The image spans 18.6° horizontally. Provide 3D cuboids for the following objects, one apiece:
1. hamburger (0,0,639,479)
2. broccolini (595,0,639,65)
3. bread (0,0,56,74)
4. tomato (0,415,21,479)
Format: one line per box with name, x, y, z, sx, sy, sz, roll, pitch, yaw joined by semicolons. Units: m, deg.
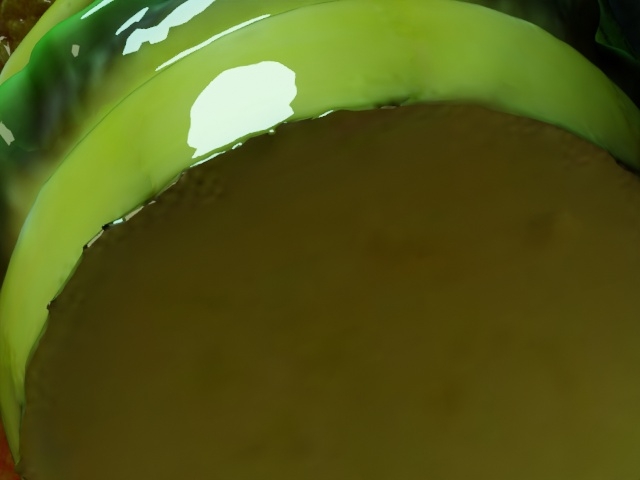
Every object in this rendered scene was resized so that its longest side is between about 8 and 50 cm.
hamburger;0.000;0.000;1.032;0.395;0.277;0.396;-7;125;-10
broccolini;0.149;-0.169;1.097;0.057;0.071;0.254;-31;105;-11
bread;-0.186;-0.120;1.196;0.227;0.142;0.253;36;118;-1
tomato;-0.148;0.217;1.288;0.309;0.170;0.309;9;114;22
